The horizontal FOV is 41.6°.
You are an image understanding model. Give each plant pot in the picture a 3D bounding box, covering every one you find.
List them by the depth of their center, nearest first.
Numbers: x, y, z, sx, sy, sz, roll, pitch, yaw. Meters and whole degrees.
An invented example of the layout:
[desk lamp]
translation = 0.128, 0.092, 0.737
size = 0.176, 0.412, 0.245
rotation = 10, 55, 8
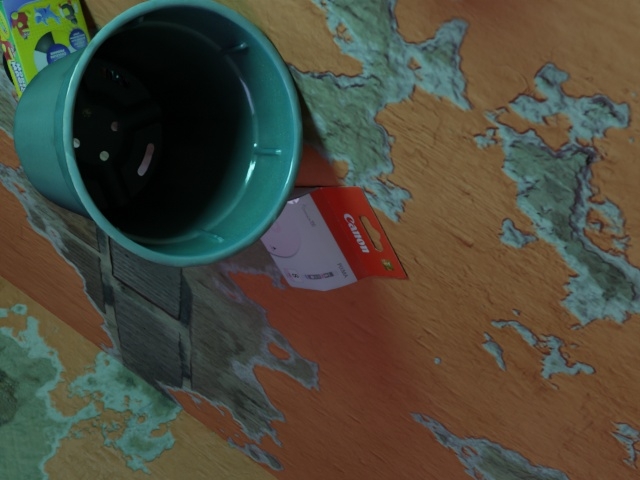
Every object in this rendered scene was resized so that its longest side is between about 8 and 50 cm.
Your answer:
[plant pot]
translation = -0.260, -0.152, 1.195
size = 0.334, 0.341, 0.341
rotation = 10, 138, 52

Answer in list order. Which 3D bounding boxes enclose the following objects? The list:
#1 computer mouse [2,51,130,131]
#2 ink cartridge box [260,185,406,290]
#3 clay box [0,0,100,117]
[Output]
[computer mouse]
translation = -0.419, -0.254, 1.467
size = 0.262, 0.060, 0.184
rotation = 13, 137, 19
[ink cartridge box]
translation = 0.000, 0.000, 1.340
size = 0.232, 0.066, 0.189
rotation = 7, 136, 48
[clay box]
translation = -0.415, -0.274, 1.309
size = 0.053, 0.127, 0.222
rotation = 10, 121, 43
